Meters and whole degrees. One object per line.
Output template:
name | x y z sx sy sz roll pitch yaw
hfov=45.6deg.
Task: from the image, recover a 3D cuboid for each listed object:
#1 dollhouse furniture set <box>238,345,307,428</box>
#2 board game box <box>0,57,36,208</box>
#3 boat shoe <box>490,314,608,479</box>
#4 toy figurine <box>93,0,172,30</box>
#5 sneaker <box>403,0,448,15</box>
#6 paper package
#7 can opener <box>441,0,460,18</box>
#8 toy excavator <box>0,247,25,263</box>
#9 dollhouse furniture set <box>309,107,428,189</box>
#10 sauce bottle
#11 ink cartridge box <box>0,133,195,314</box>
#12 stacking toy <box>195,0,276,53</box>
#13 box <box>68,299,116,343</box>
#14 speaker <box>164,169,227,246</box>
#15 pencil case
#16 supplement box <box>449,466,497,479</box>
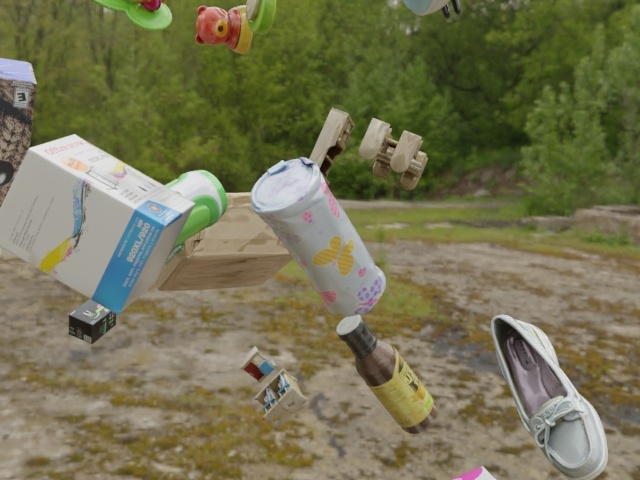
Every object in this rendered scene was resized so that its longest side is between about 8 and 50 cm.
dollhouse furniture set | -0.161 0.436 2.250 0.183 0.129 0.129 43 2 -24
board game box | -0.641 -0.175 1.343 0.232 0.291 0.141 3 24 -27
boat shoe | 0.385 0.267 1.323 0.103 0.118 0.320 30 32 -37
toy figurine | -0.264 -0.417 1.094 0.173 0.159 0.130 47 50 8
sneaker | 0.107 -0.450 1.060 0.150 0.366 0.135 -29 59 -10
paper package | -0.247 0.010 1.946 0.309 0.168 0.325 -3 -16 -25
can opener | 0.266 -0.581 1.669 0.059 0.186 0.073 -22 1 27
toy excavator | -0.863 0.043 1.646 0.445 0.222 0.433 -3 -12 -46
dollhouse furniture set | 0.111 -0.181 1.769 0.242 0.161 0.212 24 -2 13
sauce bottle | 0.158 0.320 1.833 0.111 0.344 0.111 -29 26 16
ink cartridge box | -0.352 -0.031 1.195 0.232 0.168 0.171 30 16 -1
stacking toy | -0.212 -0.621 1.835 0.130 0.309 0.279 0 6 -24
box | -0.472 0.165 1.579 0.062 0.052 0.083 20 31 14
speaker | -0.326 -0.034 1.516 0.131 0.131 0.296 12 35 39
pencil case | 0.000 0.000 1.185 0.113 0.273 0.124 -39 35 -7
supplement box | 0.349 0.612 1.613 0.111 0.220 0.114 -21 1 -3
